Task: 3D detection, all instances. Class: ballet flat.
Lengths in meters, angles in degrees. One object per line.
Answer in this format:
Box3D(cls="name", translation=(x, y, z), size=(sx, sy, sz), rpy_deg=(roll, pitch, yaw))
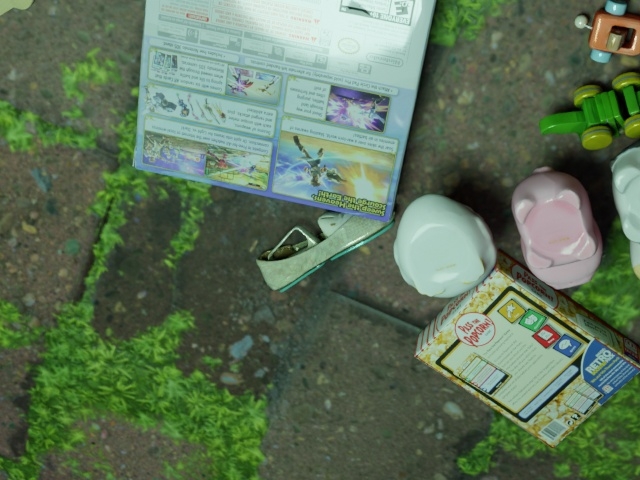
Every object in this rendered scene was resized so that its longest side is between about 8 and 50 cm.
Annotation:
Box3D(cls="ballet flat", translation=(0.000, 0.000, 1.117), size=(0.168, 0.057, 0.052), rpy_deg=(-31, 99, 24))

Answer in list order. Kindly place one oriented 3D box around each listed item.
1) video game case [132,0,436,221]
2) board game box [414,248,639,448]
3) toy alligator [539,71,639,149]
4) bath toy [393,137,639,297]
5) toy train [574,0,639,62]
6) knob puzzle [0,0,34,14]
Box3D(cls="video game case", translation=(-0.038, -0.161, 1.027), size=(0.269, 0.061, 0.244), rpy_deg=(12, 119, 4))
Box3D(cls="board game box", translation=(0.222, 0.120, 1.145), size=(0.193, 0.045, 0.147), rpy_deg=(35, 120, -9))
Box3D(cls="toy alligator", translation=(0.301, -0.123, 0.991), size=(0.189, 0.056, 0.051), rpy_deg=(-16, 155, 19))
Box3D(cls="bath toy", translation=(0.245, -0.017, 1.015), size=(0.348, 0.129, 0.152), rpy_deg=(-11, 108, 14))
Box3D(cls="toy train", translation=(0.303, -0.223, 0.934), size=(0.125, 0.046, 0.166), rpy_deg=(16, 121, 2))
Box3D(cls="knob puzzle", translation=(-0.335, -0.309, 1.020), size=(0.213, 0.030, 0.213), rpy_deg=(5, 120, 9))
